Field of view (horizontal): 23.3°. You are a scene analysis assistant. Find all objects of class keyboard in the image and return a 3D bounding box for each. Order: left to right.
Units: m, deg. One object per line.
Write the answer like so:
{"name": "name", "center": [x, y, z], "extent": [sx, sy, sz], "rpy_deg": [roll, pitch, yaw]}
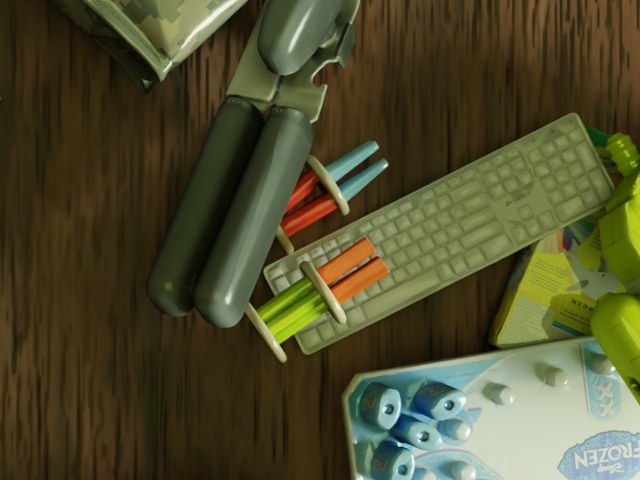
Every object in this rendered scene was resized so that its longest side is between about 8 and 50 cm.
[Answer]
{"name": "keyboard", "center": [0.087, -0.005, 1.128], "extent": [0.256, 0.014, 0.072], "rpy_deg": [-27, 82, 2]}

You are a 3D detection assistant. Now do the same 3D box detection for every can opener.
{"name": "can opener", "center": [-0.049, -0.078, 1.074], "extent": [0.074, 0.093, 0.280], "rpy_deg": [12, 70, 24]}

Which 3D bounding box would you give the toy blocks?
{"name": "toy blocks", "center": [0.000, 0.000, 1.096], "extent": [0.148, 0.054, 0.123], "rpy_deg": [-35, 58, -5]}

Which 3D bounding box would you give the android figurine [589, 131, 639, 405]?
{"name": "android figurine", "center": [0.302, 0.026, 1.088], "extent": [0.248, 0.056, 0.273], "rpy_deg": [-30, 82, -21]}

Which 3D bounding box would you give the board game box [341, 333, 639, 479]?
{"name": "board game box", "center": [0.228, 0.261, 1.109], "extent": [0.390, 0.050, 0.390], "rpy_deg": [-8, 92, -17]}

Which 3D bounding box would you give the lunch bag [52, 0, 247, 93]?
{"name": "lunch bag", "center": [-0.134, -0.280, 1.053], "extent": [0.235, 0.169, 0.287], "rpy_deg": [-45, 99, -7]}

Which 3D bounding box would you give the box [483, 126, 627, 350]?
{"name": "box", "center": [0.203, 0.015, 1.154], "extent": [0.105, 0.043, 0.179], "rpy_deg": [25, 87, -6]}
